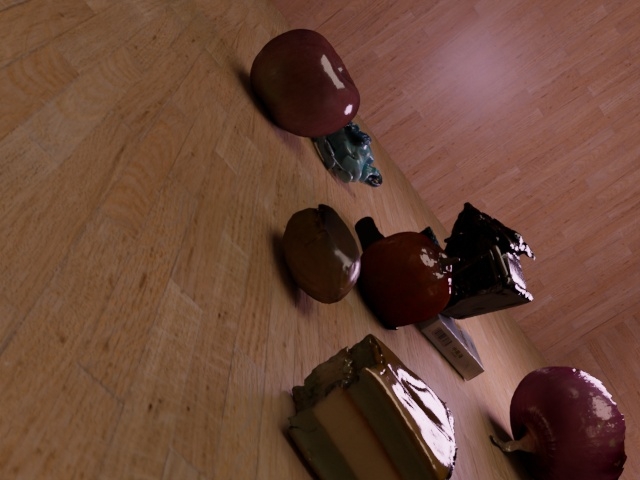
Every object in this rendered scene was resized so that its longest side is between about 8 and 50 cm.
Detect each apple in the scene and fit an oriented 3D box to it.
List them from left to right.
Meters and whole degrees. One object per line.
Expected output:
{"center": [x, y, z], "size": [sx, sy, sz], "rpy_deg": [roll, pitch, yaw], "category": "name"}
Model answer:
{"center": [-0.042, -0.412, 1.916], "size": [0.306, 0.235, 0.306], "rpy_deg": [51, 17, -23], "category": "apple"}

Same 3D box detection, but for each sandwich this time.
{"center": [0.072, 0.240, 0.984], "size": [0.198, 0.155, 0.227], "rpy_deg": [56, 14, 2], "category": "sandwich"}

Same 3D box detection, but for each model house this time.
{"center": [0.402, 0.040, 1.892], "size": [0.317, 0.297, 0.283], "rpy_deg": [22, 59, -55], "category": "model house"}

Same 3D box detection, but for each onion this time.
{"center": [0.651, 0.533, 1.960], "size": [0.358, 0.344, 0.359], "rpy_deg": [-18, 90, -81], "category": "onion"}

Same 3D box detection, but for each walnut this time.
{"center": [0.000, 0.019, 1.288], "size": [0.137, 0.137, 0.245], "rpy_deg": [41, 20, -43], "category": "walnut"}

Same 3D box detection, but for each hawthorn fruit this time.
{"center": [0.205, 0.080, 1.627], "size": [0.215, 0.249, 0.215], "rpy_deg": [25, 53, -39], "category": "hawthorn fruit"}

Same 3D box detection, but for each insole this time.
{"center": [0.140, 0.004, 1.886], "size": [0.003, 0.080, 0.232], "rpy_deg": [51, 7, -35], "category": "insole"}

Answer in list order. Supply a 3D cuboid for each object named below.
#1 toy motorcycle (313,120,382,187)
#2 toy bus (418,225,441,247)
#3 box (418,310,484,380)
{"center": [0.081, -0.277, 2.215], "size": [0.206, 0.154, 0.260], "rpy_deg": [4, 53, -42], "category": "toy motorcycle"}
{"center": [0.234, 0.054, 1.854], "size": [0.106, 0.184, 0.090], "rpy_deg": [53, 15, -18], "category": "toy bus"}
{"center": [0.361, 0.267, 2.013], "size": [0.243, 0.067, 0.155], "rpy_deg": [46, 19, -27], "category": "box"}
